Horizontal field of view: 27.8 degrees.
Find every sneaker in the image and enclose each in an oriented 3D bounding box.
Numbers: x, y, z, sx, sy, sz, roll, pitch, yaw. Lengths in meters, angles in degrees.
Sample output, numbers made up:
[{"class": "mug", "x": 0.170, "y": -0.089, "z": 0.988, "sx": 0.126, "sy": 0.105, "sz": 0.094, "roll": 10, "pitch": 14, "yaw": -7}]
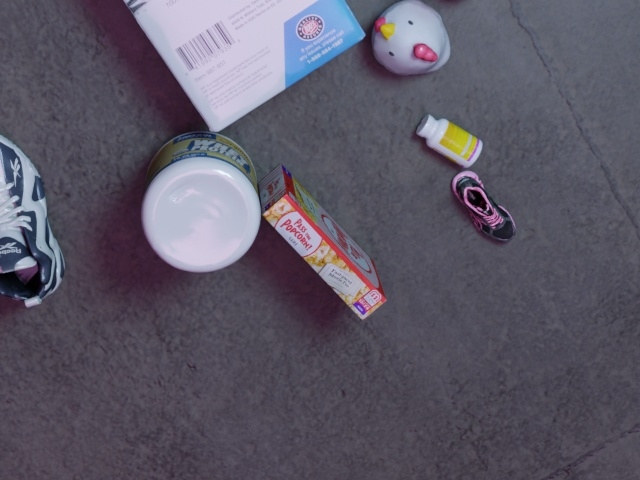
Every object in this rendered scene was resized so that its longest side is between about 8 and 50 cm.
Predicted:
[{"class": "sneaker", "x": 0.222, "y": -0.039, "z": 1.736, "sx": 0.047, "sy": 0.057, "sz": 0.119, "roll": -41, "pitch": 108, "yaw": 7}, {"class": "sneaker", "x": -0.398, "y": -0.018, "z": 1.640, "sx": 0.094, "sy": 0.153, "sz": 0.235, "roll": -13, "pitch": 109, "yaw": -2}]

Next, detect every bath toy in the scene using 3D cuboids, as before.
[{"class": "bath toy", "x": 0.162, "y": -0.360, "z": 1.587, "sx": 0.151, "sy": 0.129, "sz": 0.348, "roll": 23, "pitch": 106, "yaw": -12}]

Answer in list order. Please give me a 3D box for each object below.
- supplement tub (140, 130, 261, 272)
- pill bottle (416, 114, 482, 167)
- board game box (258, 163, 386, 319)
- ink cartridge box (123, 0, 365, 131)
[{"class": "supplement tub", "x": -0.150, "y": -0.056, "z": 1.623, "sx": 0.144, "sy": 0.199, "sz": 0.144, "roll": -2, "pitch": 109, "yaw": -5}, {"class": "pill bottle", "x": 0.169, "y": -0.133, "z": 1.706, "sx": 0.083, "sy": 0.043, "sz": 0.043, "roll": 30, "pitch": 104, "yaw": -14}, {"class": "board game box", "x": 0.000, "y": 0.000, "z": 1.683, "sx": 0.045, "sy": 0.147, "sz": 0.193, "roll": -41, "pitch": 108, "yaw": 9}, {"class": "ink cartridge box", "x": -0.123, "y": -0.326, "z": 1.573, "sx": 0.223, "sy": 0.129, "sz": 0.307, "roll": -32, "pitch": 108, "yaw": 6}]
